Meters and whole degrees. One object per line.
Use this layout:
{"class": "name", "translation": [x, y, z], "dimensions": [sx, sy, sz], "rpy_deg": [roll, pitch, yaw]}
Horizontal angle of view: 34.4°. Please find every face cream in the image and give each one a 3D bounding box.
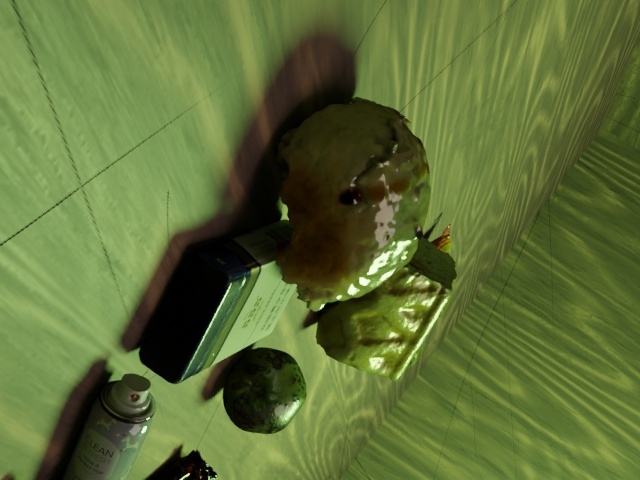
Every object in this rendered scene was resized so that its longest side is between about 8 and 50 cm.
{"class": "face cream", "translation": [-0.257, 0.252, 1.240], "dimensions": [0.075, 0.075, 0.229], "rpy_deg": [-29, 149, -58]}

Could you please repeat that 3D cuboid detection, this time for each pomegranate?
{"class": "pomegranate", "translation": [-0.100, 0.234, 1.639], "dimensions": [0.125, 0.163, 0.138], "rpy_deg": [28, 80, -36]}

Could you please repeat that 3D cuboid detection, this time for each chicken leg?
{"class": "chicken leg", "translation": [-0.241, 0.399, 1.618], "dimensions": [0.234, 0.063, 0.105], "rpy_deg": [-34, 149, -51]}

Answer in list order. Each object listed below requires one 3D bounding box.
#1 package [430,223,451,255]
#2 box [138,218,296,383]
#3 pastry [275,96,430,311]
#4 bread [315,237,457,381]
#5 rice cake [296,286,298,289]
{"class": "package", "translation": [0.210, 0.117, 2.307], "dimensions": [0.223, 0.108, 0.288], "rpy_deg": [-40, 156, -48]}
{"class": "box", "translation": [-0.110, 0.071, 1.306], "dimensions": [0.168, 0.071, 0.259], "rpy_deg": [-61, 163, 19]}
{"class": "pastry", "translation": [0.059, -0.044, 1.290], "dimensions": [0.236, 0.170, 0.256], "rpy_deg": [-31, 131, -58]}
{"class": "bread", "translation": [0.126, 0.109, 1.891], "dimensions": [0.252, 0.238, 0.196], "rpy_deg": [-56, -154, 18]}
{"class": "rice cake", "translation": [0.000, 0.000, 1.524], "dimensions": [0.057, 0.052, 0.256], "rpy_deg": [-41, 159, -31]}
